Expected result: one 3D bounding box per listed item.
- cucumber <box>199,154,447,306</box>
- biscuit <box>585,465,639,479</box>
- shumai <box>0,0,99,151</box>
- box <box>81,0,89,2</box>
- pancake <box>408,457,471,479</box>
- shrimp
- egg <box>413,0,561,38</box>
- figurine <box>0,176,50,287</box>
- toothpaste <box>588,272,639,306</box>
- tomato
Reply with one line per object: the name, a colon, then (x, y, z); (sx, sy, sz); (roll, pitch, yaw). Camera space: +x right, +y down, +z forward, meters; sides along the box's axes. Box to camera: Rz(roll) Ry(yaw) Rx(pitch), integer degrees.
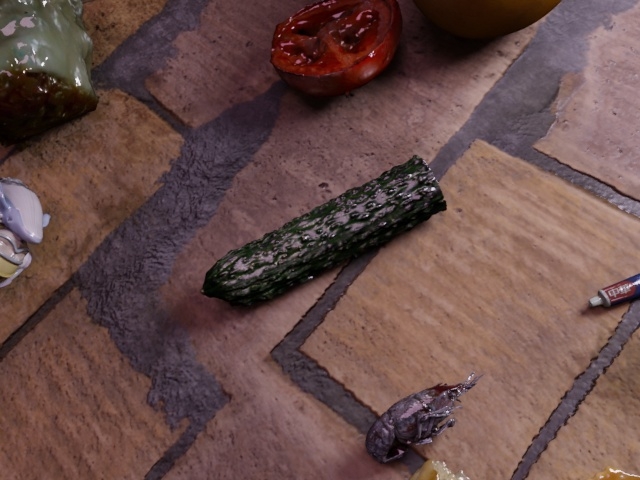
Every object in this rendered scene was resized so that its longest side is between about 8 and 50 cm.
cucumber: (0.000, 0.000, 0.825); (0.359, 0.096, 0.096); (-28, 60, 0)
biscuit: (0.308, 0.361, 0.581); (0.237, 0.013, 0.232); (-27, 65, -9)
shumai: (-0.553, -0.336, 1.041); (0.324, 0.397, 0.323); (-29, 89, 19)
box: (-0.522, -0.528, 1.248); (0.083, 0.053, 0.024); (-10, 60, 7)
pancake: (0.149, 0.390, 0.599); (0.245, 0.057, 0.266); (26, 70, 23)
shrimp: (0.126, 0.206, 0.697); (0.165, 0.065, 0.056); (-26, 25, 1)
egg: (0.271, -0.473, 0.898); (0.283, 0.282, 0.351); (18, 69, 21)
figurine: (-0.524, -0.016, 0.942); (0.209, 0.128, 0.183); (5, 66, 25)
toothpaste: (0.401, 0.055, 0.739); (0.140, 0.021, 0.037); (-21, 64, -1)
tomato: (0.031, -0.315, 0.981); (0.228, 0.101, 0.227); (-9, 53, 12)
